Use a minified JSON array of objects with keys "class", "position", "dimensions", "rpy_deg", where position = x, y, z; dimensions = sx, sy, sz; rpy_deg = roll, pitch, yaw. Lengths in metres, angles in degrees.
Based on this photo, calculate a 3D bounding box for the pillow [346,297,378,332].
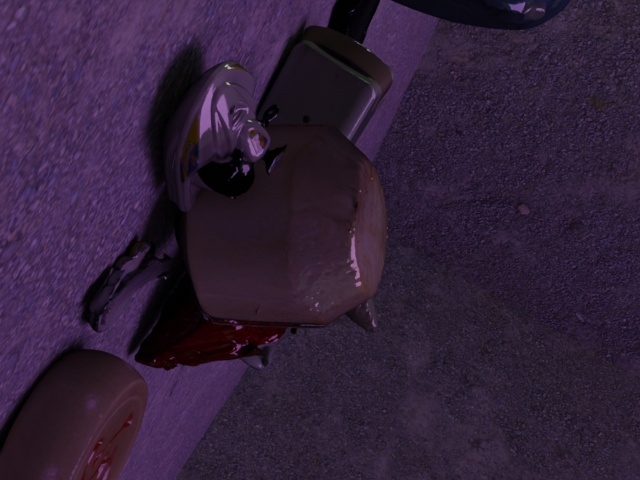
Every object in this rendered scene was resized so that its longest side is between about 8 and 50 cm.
[{"class":"pillow","position":[0.000,-0.001,1.919],"dimensions":[0.076,0.280,0.274],"rpy_deg":[-30,-154,-7]}]

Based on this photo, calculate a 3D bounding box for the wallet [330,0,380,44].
[{"class":"wallet","position":[0.051,-0.376,2.055],"dimensions":[0.172,0.045,0.318],"rpy_deg":[-55,174,-28]}]

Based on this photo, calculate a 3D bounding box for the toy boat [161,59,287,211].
[{"class":"toy boat","position":[-0.120,-0.116,1.326],"dimensions":[0.141,0.141,0.269],"rpy_deg":[-59,-171,-18]}]

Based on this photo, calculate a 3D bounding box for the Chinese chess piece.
[{"class":"Chinese chess piece","position":[-0.326,0.273,1.460],"dimensions":[0.273,0.102,0.273],"rpy_deg":[24,90,-83]}]

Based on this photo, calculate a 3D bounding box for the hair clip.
[{"class":"hair clip","position":[-0.256,0.065,1.458],"dimensions":[0.172,0.049,0.116],"rpy_deg":[-52,166,-47]}]

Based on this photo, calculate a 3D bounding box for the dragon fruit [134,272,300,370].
[{"class":"dragon fruit","position":[-0.172,0.108,1.877],"dimensions":[0.330,0.240,0.302],"rpy_deg":[-37,141,-6]}]

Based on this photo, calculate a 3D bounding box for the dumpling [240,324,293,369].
[{"class":"dumpling","position":[-0.117,0.098,2.154],"dimensions":[0.320,0.212,0.270],"rpy_deg":[-51,-178,23]}]

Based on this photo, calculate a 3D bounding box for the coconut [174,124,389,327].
[{"class":"coconut","position":[-0.067,-0.022,1.565],"dimensions":[0.323,0.323,0.323],"rpy_deg":[-60,175,-8]}]

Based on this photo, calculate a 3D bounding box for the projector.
[{"class":"projector","position":[0.006,-0.222,1.796],"dimensions":[0.242,0.163,0.177],"rpy_deg":[-60,177,23]}]

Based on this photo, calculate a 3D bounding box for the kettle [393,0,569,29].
[{"class":"kettle","position":[0.180,-0.396,1.497],"dimensions":[0.247,0.342,0.319],"rpy_deg":[-63,174,35]}]
